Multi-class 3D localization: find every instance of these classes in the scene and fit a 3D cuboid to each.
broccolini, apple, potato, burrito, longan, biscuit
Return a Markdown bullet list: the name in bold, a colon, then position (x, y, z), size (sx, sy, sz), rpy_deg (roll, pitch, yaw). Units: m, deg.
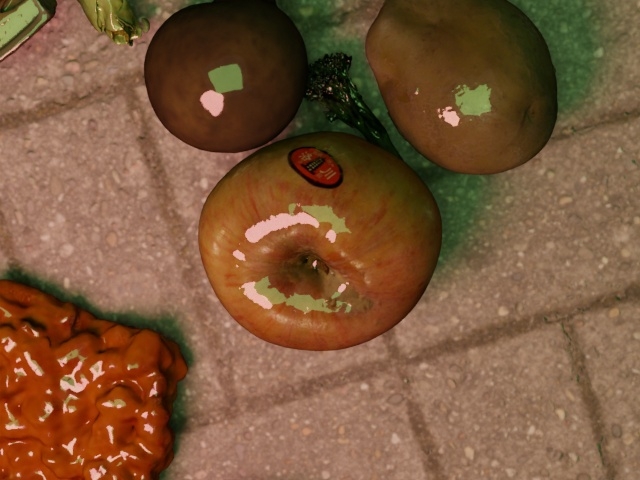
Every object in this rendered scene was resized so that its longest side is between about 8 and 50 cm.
- **broccolini**: position (0.047, -0.117, 1.565), size (0.058, 0.074, 0.201), rpy_deg (-17, 111, 42)
- **apple**: position (0.000, 0.000, 1.506), size (0.260, 0.194, 0.261), rpy_deg (4, 115, 8)
- **potato**: position (0.152, -0.179, 1.497), size (0.235, 0.160, 0.178), rpy_deg (41, 61, 12)
- **burrito**: position (-0.289, -0.338, 1.533), size (0.054, 0.104, 0.288), rpy_deg (-37, 94, -11)
- **longan**: position (-0.100, -0.194, 1.514), size (0.185, 0.159, 0.204), rpy_deg (15, 76, 21)
- **biscuit**: position (-0.326, 0.218, 1.617), size (0.312, 0.110, 0.318), rpy_deg (20, 100, 3)

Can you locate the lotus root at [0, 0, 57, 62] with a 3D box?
- **lotus root**: position (-0.399, -0.301, 1.533), size (0.119, 0.138, 0.235), rpy_deg (-41, 94, 14)
